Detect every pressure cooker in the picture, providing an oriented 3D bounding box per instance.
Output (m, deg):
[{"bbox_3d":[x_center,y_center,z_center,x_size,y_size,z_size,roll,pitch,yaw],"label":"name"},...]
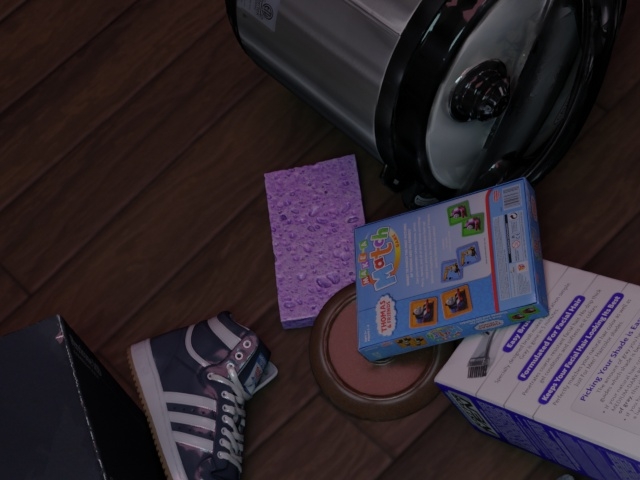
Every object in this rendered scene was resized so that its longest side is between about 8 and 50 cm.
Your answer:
[{"bbox_3d":[0.142,-0.251,1.712,0.375,0.370,0.420,-45,60,-9],"label":"pressure cooker"}]

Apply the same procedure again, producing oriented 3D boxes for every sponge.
[{"bbox_3d":[0.000,0.000,1.797,0.117,0.031,0.210,-10,61,5],"label":"sponge"}]

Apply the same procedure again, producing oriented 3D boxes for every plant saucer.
[{"bbox_3d":[0.068,0.120,1.701,0.168,0.029,0.168,-2,75,8],"label":"plant saucer"}]

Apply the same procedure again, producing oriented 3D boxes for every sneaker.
[{"bbox_3d":[-0.106,0.203,1.672,0.153,0.099,0.282,-25,58,0],"label":"sneaker"}]

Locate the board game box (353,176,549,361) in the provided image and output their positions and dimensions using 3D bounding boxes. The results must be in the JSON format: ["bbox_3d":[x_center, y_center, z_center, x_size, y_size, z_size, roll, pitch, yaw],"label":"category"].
[{"bbox_3d":[0.139,0.032,1.644,0.211,0.039,0.160,-16,56,22],"label":"board game box"}]

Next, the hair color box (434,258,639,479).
[{"bbox_3d":[0.301,0.145,1.539,0.339,0.110,0.185,19,64,49],"label":"hair color box"}]

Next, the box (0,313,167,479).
[{"bbox_3d":[-0.248,0.300,1.508,0.179,0.343,0.312,-21,60,1],"label":"box"}]

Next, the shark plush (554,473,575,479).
[{"bbox_3d":[0.204,0.305,1.574,0.161,0.067,0.073,-29,61,-5],"label":"shark plush"}]
